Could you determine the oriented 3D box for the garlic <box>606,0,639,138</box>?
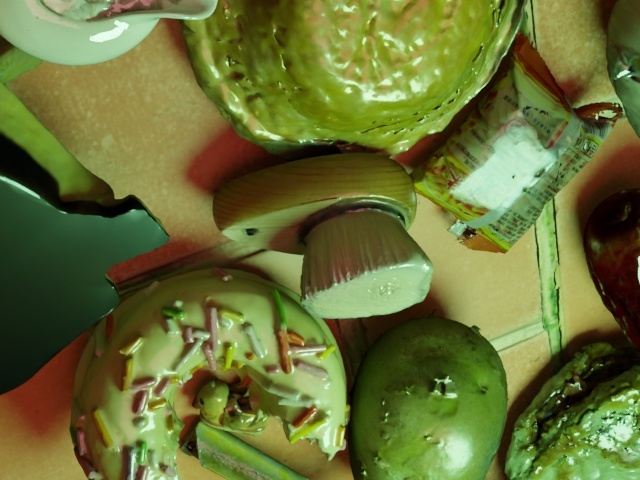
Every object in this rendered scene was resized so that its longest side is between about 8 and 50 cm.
[{"bbox_3d":[0.522,-0.262,1.152,0.321,0.241,0.322,-15,154,-7],"label":"garlic"}]

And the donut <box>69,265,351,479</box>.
[{"bbox_3d":[-0.141,0.191,1.164,0.371,0.150,0.307,-17,96,-14],"label":"donut"}]

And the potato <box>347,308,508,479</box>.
[{"bbox_3d":[0.150,0.292,1.317,0.270,0.219,0.359,-46,148,-50],"label":"potato"}]

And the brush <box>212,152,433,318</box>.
[{"bbox_3d":[0.000,0.000,1.126,0.266,0.166,0.174,-1,153,-9],"label":"brush"}]

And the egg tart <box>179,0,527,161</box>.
[{"bbox_3d":[0.061,-0.273,1.019,0.443,0.178,0.443,-9,120,-15],"label":"egg tart"}]

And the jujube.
[{"bbox_3d":[0.533,0.058,1.360,0.223,0.223,0.318,-44,115,5],"label":"jujube"}]

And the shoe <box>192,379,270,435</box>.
[{"bbox_3d":[-0.122,0.235,1.287,0.109,0.072,0.069,30,128,5],"label":"shoe"}]

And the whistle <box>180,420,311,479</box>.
[{"bbox_3d":[-0.058,0.368,1.337,0.326,0.057,0.068,31,120,-9],"label":"whistle"}]

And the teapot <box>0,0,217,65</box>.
[{"bbox_3d":[-0.258,-0.280,0.903,0.298,0.139,0.204,3,106,-29],"label":"teapot"}]

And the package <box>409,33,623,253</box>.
[{"bbox_3d":[0.257,-0.114,1.225,0.223,0.108,0.288,28,106,-28],"label":"package"}]

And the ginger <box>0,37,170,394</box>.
[{"bbox_3d":[-0.385,-0.024,0.998,0.358,0.211,0.413,11,122,-40],"label":"ginger"}]

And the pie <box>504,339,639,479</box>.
[{"bbox_3d":[0.507,0.373,1.539,0.395,0.180,0.418,10,115,-25],"label":"pie"}]
